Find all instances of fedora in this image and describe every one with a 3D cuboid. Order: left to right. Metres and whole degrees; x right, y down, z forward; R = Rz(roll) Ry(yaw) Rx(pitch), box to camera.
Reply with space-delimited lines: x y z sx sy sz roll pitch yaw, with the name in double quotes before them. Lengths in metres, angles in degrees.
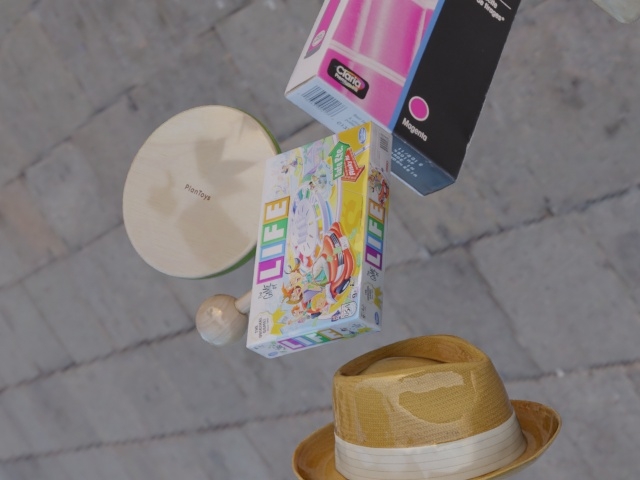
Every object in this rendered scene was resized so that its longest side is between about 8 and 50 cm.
"fedora" 0.069 0.115 0.997 0.194 0.194 0.079 6 111 54

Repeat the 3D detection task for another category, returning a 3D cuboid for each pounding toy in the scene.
"pounding toy" -0.087 -0.018 1.474 0.237 0.183 0.110 57 -167 26

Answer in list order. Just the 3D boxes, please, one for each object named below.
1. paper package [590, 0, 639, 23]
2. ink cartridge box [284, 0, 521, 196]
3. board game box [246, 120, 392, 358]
"paper package" 0.119 -0.314 0.584 0.325 0.309 0.168 43 -164 -22
"ink cartridge box" 0.105 -0.241 1.402 0.175 0.371 0.069 34 147 -22
"board game box" 0.000 0.000 1.023 0.103 0.154 0.026 -18 146 37
